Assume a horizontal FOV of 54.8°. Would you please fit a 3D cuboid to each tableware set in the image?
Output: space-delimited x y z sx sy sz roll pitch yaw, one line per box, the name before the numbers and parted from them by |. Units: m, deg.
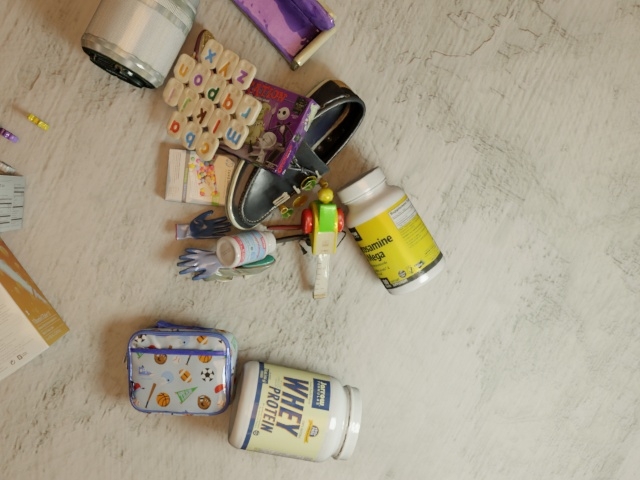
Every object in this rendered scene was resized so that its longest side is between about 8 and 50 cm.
tableware set | -0.049 -0.118 1.657 0.154 0.104 0.024 -36 64 1

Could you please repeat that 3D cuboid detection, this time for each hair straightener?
hair straightener | -0.038 -0.004 1.764 0.231 0.047 0.088 -4 97 -13

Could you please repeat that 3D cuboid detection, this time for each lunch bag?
lunch bag | -0.377 0.342 1.665 0.304 0.115 0.242 1 93 7

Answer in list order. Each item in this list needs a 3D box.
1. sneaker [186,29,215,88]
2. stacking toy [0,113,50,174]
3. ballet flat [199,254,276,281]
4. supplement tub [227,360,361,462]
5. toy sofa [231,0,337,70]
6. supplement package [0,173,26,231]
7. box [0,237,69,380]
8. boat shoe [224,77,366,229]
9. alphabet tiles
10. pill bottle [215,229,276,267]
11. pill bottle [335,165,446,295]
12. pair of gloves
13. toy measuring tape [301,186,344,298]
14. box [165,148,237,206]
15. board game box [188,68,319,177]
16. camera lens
sneaker | -0.337 -0.485 1.674 0.084 0.070 0.185 -3 71 27
stacking toy | -0.855 -0.300 1.620 0.221 0.052 0.166 35 86 -7
ballet flat | -0.231 0.080 1.732 0.214 0.072 0.068 -4 121 -7
supplement tub | -0.071 0.470 1.684 0.325 0.235 0.235 13 91 -9
toy sofa | -0.131 -0.642 1.641 0.150 0.177 0.362 -45 99 -4
supplement package | -0.908 -0.107 1.542 0.262 0.204 0.145 7 94 -9
box | -0.831 0.158 1.565 0.168 0.215 0.345 -35 98 -5
boat shoe | -0.066 -0.226 1.661 0.500 0.156 0.187 -49 135 -5
alphabet tiles | -0.284 -0.360 1.595 0.284 0.021 0.277 36 106 19
pill bottle | -0.197 0.018 1.668 0.160 0.087 0.087 -16 97 -50
pill bottle | 0.188 -0.030 1.717 0.188 0.188 0.333 -33 97 -5
pair of gloves | -0.318 0.011 1.696 0.160 0.023 0.198 -6 71 -8
toy measuring tape | 0.000 0.000 1.714 0.122 0.121 0.329 0 118 -8
box | -0.329 -0.172 1.709 0.187 0.038 0.145 6 93 -10
board game box | -0.190 -0.319 1.615 0.347 0.056 0.208 26 84 29
camera lens | -0.458 -0.544 1.575 0.220 0.219 0.274 27 89 -9
